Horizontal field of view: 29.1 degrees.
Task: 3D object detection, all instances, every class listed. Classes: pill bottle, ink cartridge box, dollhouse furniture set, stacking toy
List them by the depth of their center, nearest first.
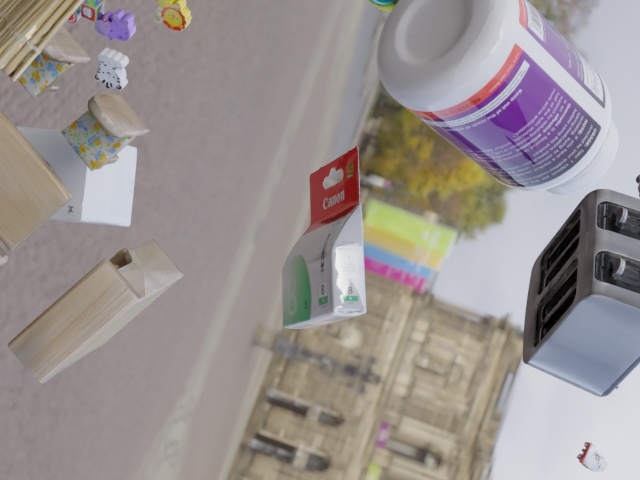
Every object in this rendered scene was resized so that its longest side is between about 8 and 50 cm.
[{"bbox_3d":[0.224,-0.175,1.462,0.181,0.323,0.181,-22,-126,32],"label":"pill bottle"},{"bbox_3d":[-0.303,-0.295,1.608,0.167,0.221,0.052,-57,167,-42],"label":"stacking toy"},{"bbox_3d":[-0.396,-0.036,1.636,0.362,0.394,0.256,-40,180,10],"label":"dollhouse furniture set"},{"bbox_3d":[0.000,0.000,1.666,0.181,0.056,0.224,156,-68,-65],"label":"ink cartridge box"}]

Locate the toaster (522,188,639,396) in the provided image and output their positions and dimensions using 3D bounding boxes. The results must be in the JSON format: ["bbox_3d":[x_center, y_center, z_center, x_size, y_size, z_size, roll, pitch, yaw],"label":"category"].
[{"bbox_3d":[0.302,0.059,1.327,0.185,0.110,0.168,119,-10,-46],"label":"toaster"}]

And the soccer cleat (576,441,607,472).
[{"bbox_3d":[0.343,0.275,1.547,0.029,0.036,0.083,-58,159,-11],"label":"soccer cleat"}]

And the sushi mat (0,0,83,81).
[{"bbox_3d":[-0.112,-0.242,0.780,0.316,0.019,0.151,-49,-146,0],"label":"sushi mat"}]

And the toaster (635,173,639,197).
[{"bbox_3d":[0.602,-0.078,1.996,0.146,0.129,0.227,-28,-177,16],"label":"toaster"}]

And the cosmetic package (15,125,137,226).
[{"bbox_3d":[-0.429,-0.100,1.902,0.225,0.224,0.138,-1,96,-81],"label":"cosmetic package"}]

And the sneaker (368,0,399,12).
[{"bbox_3d":[0.097,-0.452,1.815,0.208,0.319,0.127,-31,148,-31],"label":"sneaker"}]
